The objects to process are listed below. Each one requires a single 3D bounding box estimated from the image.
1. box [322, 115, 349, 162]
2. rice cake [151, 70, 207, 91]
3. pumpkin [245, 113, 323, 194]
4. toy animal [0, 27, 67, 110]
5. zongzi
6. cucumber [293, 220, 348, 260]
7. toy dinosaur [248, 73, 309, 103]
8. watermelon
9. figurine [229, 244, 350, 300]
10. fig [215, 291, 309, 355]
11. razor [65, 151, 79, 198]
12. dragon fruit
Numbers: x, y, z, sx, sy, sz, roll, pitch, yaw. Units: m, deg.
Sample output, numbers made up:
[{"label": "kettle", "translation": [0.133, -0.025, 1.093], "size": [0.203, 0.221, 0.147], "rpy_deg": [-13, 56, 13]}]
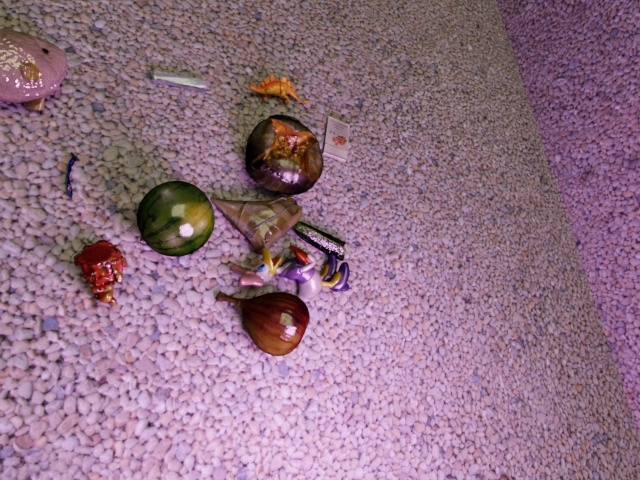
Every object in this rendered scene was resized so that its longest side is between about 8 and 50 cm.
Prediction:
[{"label": "box", "translation": [0.069, -0.440, 2.063], "size": [0.109, 0.029, 0.198], "rpy_deg": [17, 62, -20]}, {"label": "rice cake", "translation": [-0.538, -0.608, 1.818], "size": [0.211, 0.034, 0.042], "rpy_deg": [3, 77, -27]}, {"label": "pumpkin", "translation": [-0.135, -0.318, 1.809], "size": [0.321, 0.192, 0.320], "rpy_deg": [10, 64, -21]}, {"label": "toy animal", "translation": [-0.975, -0.538, 1.473], "size": [0.359, 0.188, 0.226], "rpy_deg": [-12, 71, -30]}, {"label": "zongzi", "translation": [-0.224, -0.122, 1.727], "size": [0.274, 0.125, 0.251], "rpy_deg": [44, 57, 2]}, {"label": "cucumber", "translation": [0.000, -0.001, 1.819], "size": [0.242, 0.074, 0.074], "rpy_deg": [27, 60, -13]}, {"label": "toy dinosaur", "translation": [-0.174, -0.641, 2.003], "size": [0.289, 0.070, 0.117], "rpy_deg": [-2, 70, -33]}, {"label": "watermelon", "translation": [-0.459, -0.068, 1.512], "size": [0.243, 0.242, 0.242], "rpy_deg": [10, 65, -23]}, {"label": "figurine", "translation": [-0.096, 0.117, 1.681], "size": [0.421, 0.154, 0.193], "rpy_deg": [17, 100, -29]}, {"label": "fig", "translation": [-0.202, 0.249, 1.560], "size": [0.321, 0.217, 0.216], "rpy_deg": [20, 60, 4]}, {"label": "razor", "translation": [-0.799, -0.204, 1.519], "size": [0.028, 0.044, 0.154], "rpy_deg": [-4, 72, 3]}, {"label": "dragon fruit", "translation": [-0.647, 0.096, 1.417], "size": [0.134, 0.150, 0.207], "rpy_deg": [-17, 83, -2]}]
